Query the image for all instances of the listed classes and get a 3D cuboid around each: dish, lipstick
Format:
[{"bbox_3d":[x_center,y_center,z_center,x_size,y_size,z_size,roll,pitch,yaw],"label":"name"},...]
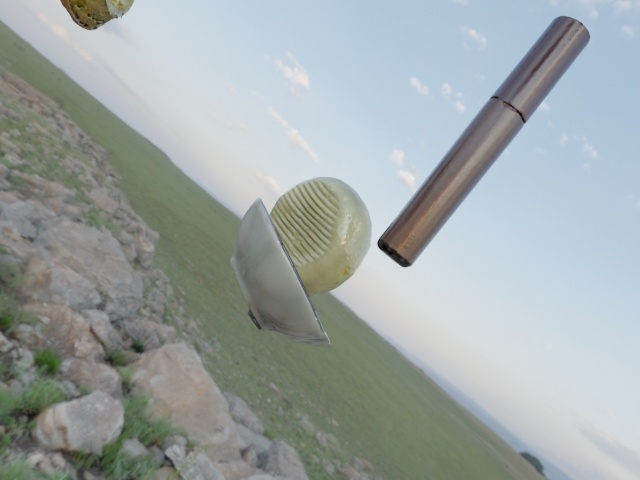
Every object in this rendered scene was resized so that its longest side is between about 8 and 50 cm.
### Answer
[{"bbox_3d":[-0.056,0.049,0.541,0.190,0.066,0.191,155,-90,-86],"label":"dish"},{"bbox_3d":[0.197,-0.118,0.580,0.057,0.357,0.057,38,0,0],"label":"lipstick"}]

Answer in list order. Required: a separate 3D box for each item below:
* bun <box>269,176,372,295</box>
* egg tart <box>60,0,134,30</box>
[{"bbox_3d":[0.000,0.000,0.801,0.127,0.222,0.222,24,7,-40],"label":"bun"},{"bbox_3d":[-0.362,-0.441,0.789,0.074,0.191,0.191,21,-4,0],"label":"egg tart"}]
